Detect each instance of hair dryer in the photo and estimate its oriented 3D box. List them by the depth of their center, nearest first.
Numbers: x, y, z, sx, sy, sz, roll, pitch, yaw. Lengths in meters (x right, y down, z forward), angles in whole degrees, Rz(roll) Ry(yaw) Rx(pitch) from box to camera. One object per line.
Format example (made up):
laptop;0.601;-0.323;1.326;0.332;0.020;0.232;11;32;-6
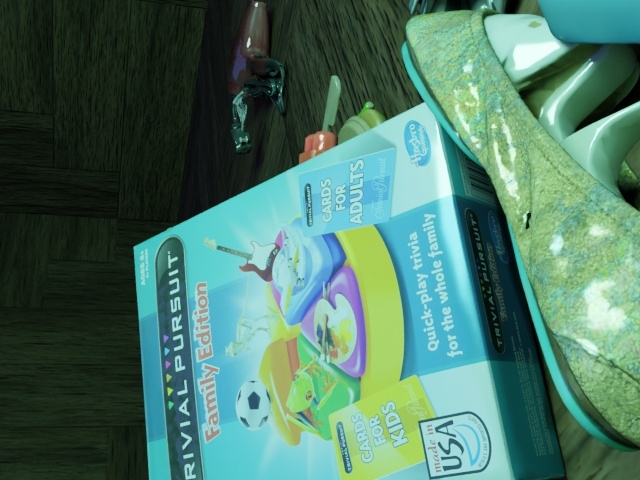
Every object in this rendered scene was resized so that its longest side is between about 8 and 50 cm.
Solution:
hair dryer;-0.108;-0.325;1.449;0.223;0.080;0.293;-38;55;49

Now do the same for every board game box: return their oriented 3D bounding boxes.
board game box;-0.009;0.078;0.599;0.336;0.079;0.253;-22;67;36

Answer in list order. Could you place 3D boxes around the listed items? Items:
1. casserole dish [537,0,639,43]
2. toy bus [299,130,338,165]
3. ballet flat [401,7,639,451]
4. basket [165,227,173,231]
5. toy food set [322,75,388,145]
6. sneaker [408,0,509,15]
casserole dish;0.165;-0.145;0.344;0.114;0.037;0.188;-55;24;0
toy bus;0.000;0.000;0.793;0.220;0.149;0.211;173;98;-74
ballet flat;0.140;-0.054;0.422;0.348;0.123;0.123;-102;22;-45
basket;-0.104;0.153;1.014;0.213;0.223;0.299;-124;41;-65
toy food set;0.055;-0.080;0.847;0.132;0.039;0.192;103;150;-52
sneaker;0.091;-0.237;0.645;0.226;0.086;0.163;155;119;-71
